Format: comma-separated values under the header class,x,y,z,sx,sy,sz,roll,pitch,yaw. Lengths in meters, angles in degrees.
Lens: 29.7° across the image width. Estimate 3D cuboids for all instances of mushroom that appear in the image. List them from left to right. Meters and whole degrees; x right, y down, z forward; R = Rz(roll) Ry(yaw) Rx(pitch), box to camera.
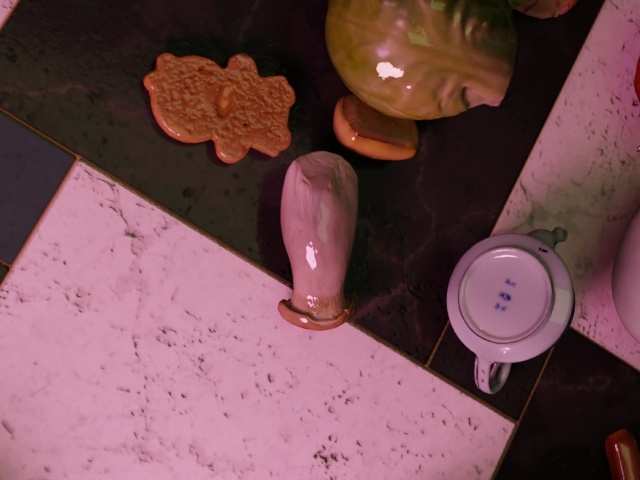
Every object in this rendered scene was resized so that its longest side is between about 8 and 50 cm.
class,x,y,z,sx,sy,sz,roll,pitch,yaw
mushroom,-0.001,0.000,1.437,0.097,0.088,0.212,-5,92,-53

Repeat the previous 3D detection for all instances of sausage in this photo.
class,x,y,z,sx,sy,sz,roll,pitch,yaw
sausage,0.404,0.312,1.582,0.039,0.041,0.131,-11,88,-16

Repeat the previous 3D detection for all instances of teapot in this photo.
class,x,y,z,sx,sy,sz,roll,pitch,yaw
teapot,0.248,0.082,1.504,0.159,0.159,0.231,23,90,-17

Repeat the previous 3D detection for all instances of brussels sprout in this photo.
class,x,y,z,sx,sy,sz,roll,pitch,yaw
brussels sprout,0.121,-0.253,1.447,0.244,0.244,0.244,2,84,-21

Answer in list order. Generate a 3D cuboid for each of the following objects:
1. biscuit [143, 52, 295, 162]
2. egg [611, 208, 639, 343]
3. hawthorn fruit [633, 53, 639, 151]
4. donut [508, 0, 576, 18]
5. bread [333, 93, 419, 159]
class,x,y,z,sx,sy,sz,roll,pitch,yaw
biscuit,-0.117,-0.158,1.439,0.184,0.027,0.133,-4,87,-20
egg,0.533,0.001,1.560,0.371,0.230,0.230,-42,100,-16
hawthorn fruit,0.501,-0.205,1.596,0.207,0.207,0.243,38,87,-13
donut,0.294,-0.381,1.597,0.175,0.068,0.174,3,83,-21
bread,0.065,-0.134,1.489,0.115,0.056,0.082,7,55,-33
